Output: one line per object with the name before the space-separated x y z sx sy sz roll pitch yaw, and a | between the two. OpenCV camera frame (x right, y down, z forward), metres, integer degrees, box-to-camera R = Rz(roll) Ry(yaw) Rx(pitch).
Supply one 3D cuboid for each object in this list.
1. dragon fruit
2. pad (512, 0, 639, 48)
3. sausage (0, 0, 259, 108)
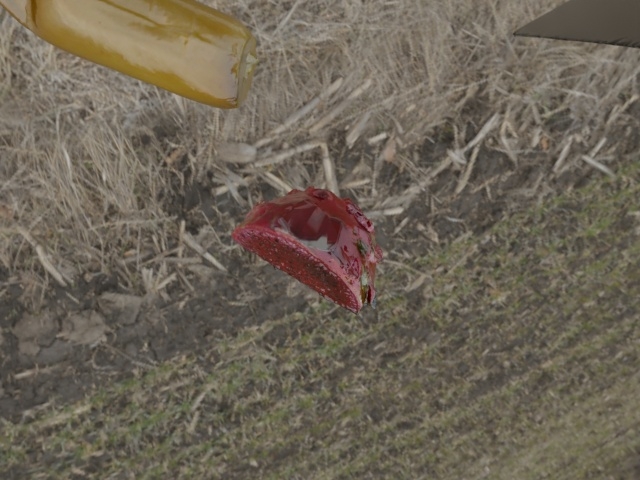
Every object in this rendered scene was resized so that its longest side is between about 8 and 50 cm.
dragon fruit | 0.000 0.000 0.972 0.163 0.261 0.189 -57 175 2
pad | 0.258 -0.176 0.303 0.299 0.202 0.005 -29 107 10
sausage | -0.227 -0.242 0.688 0.328 0.112 0.112 21 117 1
